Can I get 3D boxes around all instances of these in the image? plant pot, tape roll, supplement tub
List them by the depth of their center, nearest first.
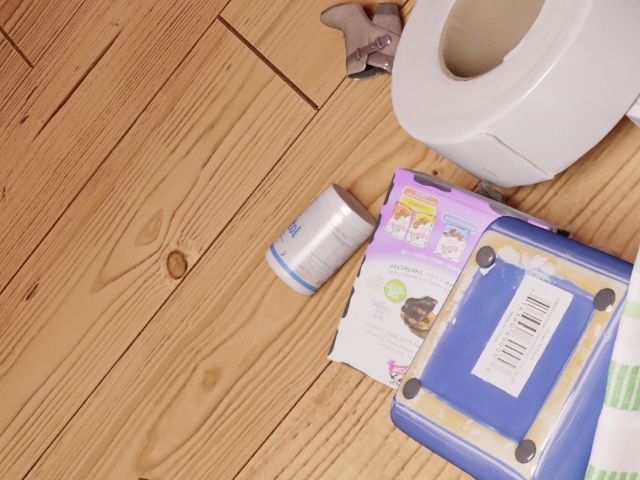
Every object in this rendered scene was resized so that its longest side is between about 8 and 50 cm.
[{"bbox_3d":[0.213,0.121,1.200,0.236,0.212,0.236,27,87,51],"label":"plant pot"},{"bbox_3d":[0.197,-0.195,1.411,0.286,0.100,0.286,-36,38,35],"label":"tape roll"},{"bbox_3d":[0.000,0.000,1.545,0.107,0.071,0.071,-47,48,11],"label":"supplement tub"}]

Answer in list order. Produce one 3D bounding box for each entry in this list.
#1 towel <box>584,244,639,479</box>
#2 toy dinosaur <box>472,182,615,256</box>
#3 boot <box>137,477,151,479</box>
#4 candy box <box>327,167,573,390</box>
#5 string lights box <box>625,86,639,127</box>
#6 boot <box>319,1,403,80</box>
[{"bbox_3d":[0.320,0.147,1.045,0.038,0.247,0.325,-80,0,-71],"label":"towel"},{"bbox_3d":[0.152,0.016,1.422,0.268,0.064,0.118,-25,70,27],"label":"toy dinosaur"},{"bbox_3d":[-0.164,0.318,1.534,0.085,0.059,0.158,-54,48,11],"label":"boot"},{"bbox_3d":[0.119,0.052,1.365,0.164,0.070,0.196,24,98,26],"label":"candy box"},{"bbox_3d":[0.396,-0.199,1.316,0.133,0.076,0.260,21,83,45],"label":"string lights box"},{"bbox_3d":[0.042,-0.221,1.641,0.118,0.042,0.087,-2,70,39],"label":"boot"}]
